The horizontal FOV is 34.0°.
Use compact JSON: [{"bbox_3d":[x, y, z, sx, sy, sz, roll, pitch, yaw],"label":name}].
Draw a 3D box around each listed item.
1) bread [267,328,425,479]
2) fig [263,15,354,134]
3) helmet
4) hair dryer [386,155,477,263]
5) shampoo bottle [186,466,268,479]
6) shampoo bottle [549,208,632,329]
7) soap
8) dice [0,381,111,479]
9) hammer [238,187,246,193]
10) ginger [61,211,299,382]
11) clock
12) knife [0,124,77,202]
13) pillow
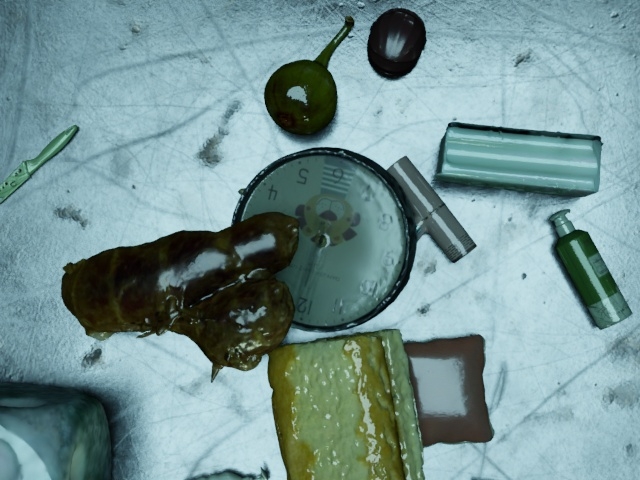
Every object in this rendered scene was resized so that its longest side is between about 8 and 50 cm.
[{"bbox_3d":[0.038,0.336,1.648,0.237,0.165,0.375,-15,82,34],"label":"bread"},{"bbox_3d":[-0.009,-0.283,1.739,0.124,0.124,0.236,24,65,3],"label":"fig"},{"bbox_3d":[0.127,-0.337,1.744,0.098,0.070,0.123,17,89,3],"label":"helmet"},{"bbox_3d":[0.115,-0.002,1.744,0.220,0.054,0.195,-37,85,6],"label":"hair dryer"},{"bbox_3d":[-0.157,0.416,1.726,0.152,0.045,0.077,-18,86,0],"label":"shampoo bottle"},{"bbox_3d":[0.438,0.043,1.720,0.065,0.065,0.204,-28,86,0],"label":"shampoo bottle"},{"bbox_3d":[0.314,-0.124,1.687,0.262,0.150,0.094,5,84,3],"label":"soap"},{"bbox_3d":[-0.514,0.394,1.590,0.331,0.348,0.327,2,89,3],"label":"dice"},{"bbox_3d":[-0.041,-0.082,1.763,0.195,0.028,0.060,-6,93,5],"label":"hammer"},{"bbox_3d":[-0.222,0.101,1.643,0.419,0.176,0.254,-7,78,15],"label":"ginger"},{"bbox_3d":[0.001,-0.001,1.706,0.313,0.061,0.312,1,93,12],"label":"clock"},{"bbox_3d":[-0.493,-0.129,1.782,0.207,0.014,0.030,-43,88,0],"label":"knife"},{"bbox_3d":[0.192,0.248,1.707,0.172,0.075,0.179,-6,86,2],"label":"pillow"}]
